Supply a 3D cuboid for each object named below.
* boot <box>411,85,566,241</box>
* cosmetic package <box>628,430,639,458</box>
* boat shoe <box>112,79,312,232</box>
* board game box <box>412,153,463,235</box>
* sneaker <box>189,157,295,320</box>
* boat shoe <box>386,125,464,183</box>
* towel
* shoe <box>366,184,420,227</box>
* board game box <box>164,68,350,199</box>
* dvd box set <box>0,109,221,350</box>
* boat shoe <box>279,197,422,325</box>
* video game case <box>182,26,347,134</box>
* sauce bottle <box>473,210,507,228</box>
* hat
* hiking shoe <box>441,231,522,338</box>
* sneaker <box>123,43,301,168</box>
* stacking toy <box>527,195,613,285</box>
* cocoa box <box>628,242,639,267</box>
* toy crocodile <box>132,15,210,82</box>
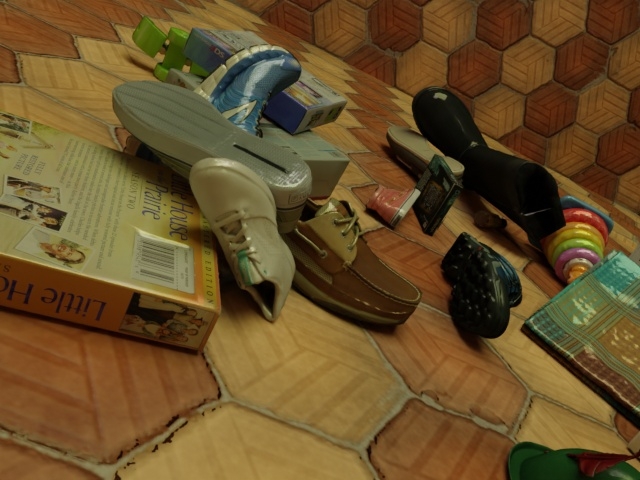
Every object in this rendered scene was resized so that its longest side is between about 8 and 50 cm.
[{"bbox_3d":[0.424,-0.219,1.539,0.367,0.146,0.445,46,11,-22],"label":"boot"},{"bbox_3d":[0.657,0.286,0.891,0.365,0.197,0.155,6,33,-39],"label":"cosmetic package"},{"bbox_3d":[-0.149,-0.106,0.754,0.302,0.094,0.109,33,45,17],"label":"boat shoe"},{"bbox_3d":[0.252,-0.105,1.311,0.026,0.126,0.186,23,25,-14],"label":"board game box"},{"bbox_3d":[-0.082,0.005,0.670,0.094,0.080,0.212,-86,156,-47],"label":"sneaker"},{"bbox_3d":[0.272,-0.219,1.637,0.112,0.096,0.335,-7,34,-24],"label":"boat shoe"},{"bbox_3d":[0.575,0.162,1.087,0.370,0.040,0.271,-24,53,-36],"label":"towel"},{"bbox_3d":[0.154,-0.089,1.245,0.081,0.064,0.178,36,28,4],"label":"shoe"},{"bbox_3d":[-0.127,-0.196,1.109,0.303,0.098,0.224,42,25,24],"label":"board game box"},{"bbox_3d":[-0.319,-0.045,0.631,0.420,0.062,0.308,18,25,-23],"label":"dvd box set"},{"bbox_3d":[0.000,0.000,0.823,0.323,0.120,0.122,29,23,1],"label":"boat shoe"},{"bbox_3d":[-0.101,-0.324,1.180,0.269,0.061,0.244,37,25,7],"label":"video game case"},{"bbox_3d":[0.441,-0.051,1.518,0.128,0.042,0.042,4,33,-46],"label":"sauce bottle"},{"bbox_3d":[0.321,0.238,0.621,0.172,0.184,0.208,29,23,0],"label":"hat"},{"bbox_3d":[0.298,0.077,1.009,0.132,0.113,0.304,26,24,-4],"label":"hiking shoe"},{"bbox_3d":[-0.138,-0.177,0.920,0.147,0.130,0.330,44,65,2],"label":"sneaker"},{"bbox_3d":[0.616,0.044,1.420,0.165,0.175,0.302,30,35,-2],"label":"stacking toy"},{"bbox_3d":[0.817,0.157,1.265,0.347,0.232,0.227,43,20,30],"label":"cocoa box"},{"bbox_3d":[-0.257,-0.391,1.331,0.340,0.115,0.105,20,25,-19],"label":"toy crocodile"}]
